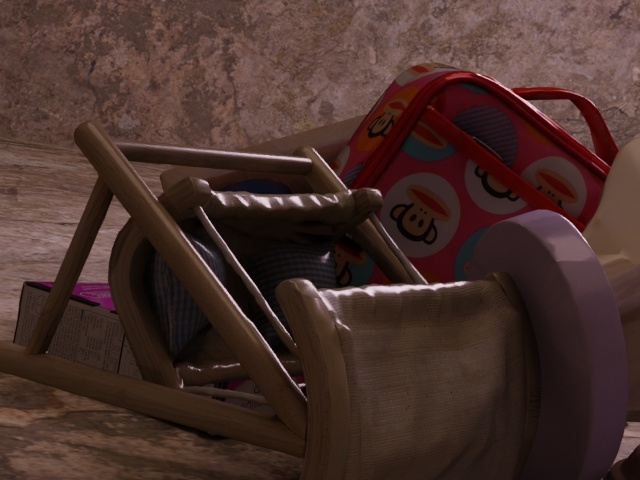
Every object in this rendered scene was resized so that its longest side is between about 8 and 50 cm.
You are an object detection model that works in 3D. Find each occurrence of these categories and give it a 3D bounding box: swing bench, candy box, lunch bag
[{"bbox_3d":[-0.013,0.061,1.063,0.255,0.165,0.253,32,17,28],"label":"swing bench"},{"bbox_3d":[-0.107,0.088,1.370,0.233,0.071,0.159,15,8,39],"label":"candy box"},{"bbox_3d":[0.145,0.001,1.375,0.293,0.258,0.120,35,-2,-19],"label":"lunch bag"}]

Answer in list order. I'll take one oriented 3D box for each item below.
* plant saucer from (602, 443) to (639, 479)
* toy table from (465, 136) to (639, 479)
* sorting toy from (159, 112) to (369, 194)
[{"bbox_3d":[0.343,0.191,1.257,0.278,0.041,0.278,10,7,-1],"label":"plant saucer"},{"bbox_3d":[0.206,0.059,1.187,0.161,0.252,0.274,-18,-13,-12],"label":"toy table"},{"bbox_3d":[0.000,0.000,1.701,0.255,0.089,0.257,-15,-30,1],"label":"sorting toy"}]
